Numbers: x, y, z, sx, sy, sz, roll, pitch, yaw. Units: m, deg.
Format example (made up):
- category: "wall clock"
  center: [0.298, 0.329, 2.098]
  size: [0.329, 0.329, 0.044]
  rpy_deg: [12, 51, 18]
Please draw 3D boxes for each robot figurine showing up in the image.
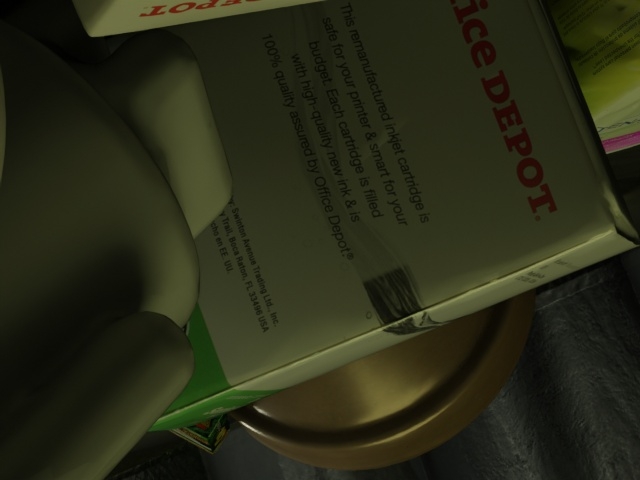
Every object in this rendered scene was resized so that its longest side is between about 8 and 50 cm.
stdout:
- category: "robot figurine"
  center: [-0.196, 0.032, 0.807]
  size: [0.353, 0.300, 0.200]
  rpy_deg: [-44, 139, -25]

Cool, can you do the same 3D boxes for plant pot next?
- category: "plant pot"
  center: [0.000, 0.000, 1.214]
  size: [0.263, 0.263, 0.229]
  rpy_deg: [-21, 151, 9]

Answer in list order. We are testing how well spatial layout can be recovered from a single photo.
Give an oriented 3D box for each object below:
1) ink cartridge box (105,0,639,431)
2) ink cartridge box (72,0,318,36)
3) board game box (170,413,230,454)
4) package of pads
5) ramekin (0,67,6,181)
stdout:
- category: "ink cartridge box"
  center: [0.006, -0.042, 0.980]
  size: [0.289, 0.211, 0.121]
  rpy_deg: [-22, 169, 14]
- category: "ink cartridge box"
  center: [0.004, -0.167, 0.650]
  size: [0.160, 0.093, 0.219]
  rpy_deg: [-13, 168, -30]
- category: "board game box"
  center: [-0.186, 0.079, 1.273]
  size: [0.030, 0.259, 0.136]
  rpy_deg: [-62, 175, -8]
- category: "package of pads"
  center: [0.251, -0.149, 1.206]
  size: [0.229, 0.101, 0.296]
  rpy_deg: [-15, 168, -33]
- category: "ramekin"
  center: [-0.224, -0.036, 0.617]
  size: [0.207, 0.207, 0.109]
  rpy_deg: [-24, 160, 23]
